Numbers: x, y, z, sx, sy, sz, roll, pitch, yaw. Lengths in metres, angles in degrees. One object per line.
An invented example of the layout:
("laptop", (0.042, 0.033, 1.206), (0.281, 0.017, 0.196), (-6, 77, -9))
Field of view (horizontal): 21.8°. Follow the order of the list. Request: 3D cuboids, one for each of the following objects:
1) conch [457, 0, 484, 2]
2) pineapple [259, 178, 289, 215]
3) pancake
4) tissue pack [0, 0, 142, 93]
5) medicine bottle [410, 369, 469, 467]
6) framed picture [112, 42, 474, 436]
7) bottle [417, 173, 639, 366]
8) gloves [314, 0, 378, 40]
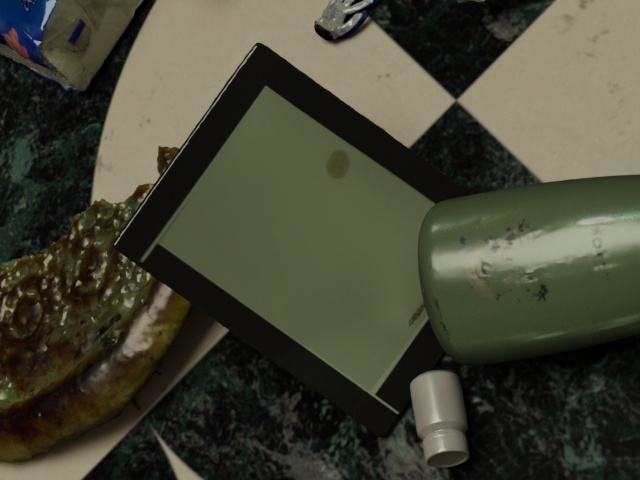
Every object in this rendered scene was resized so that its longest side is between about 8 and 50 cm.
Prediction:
("conch", (0.187, -0.343, 1.846), (0.135, 0.102, 0.153), (-4, 97, 19))
("pineapple", (-0.050, -0.042, 1.787), (0.166, 0.193, 0.166), (-21, 49, 27))
("pancake", (-0.266, 0.071, 1.924), (0.426, 0.067, 0.305), (-33, 52, 26))
("tissue pack", (-0.371, -0.334, 2.173), (0.269, 0.137, 0.209), (28, 85, 38))
("medicine bottle", (0.120, 0.178, 1.659), (0.052, 0.052, 0.089), (-22, 57, 22))
("framed picture", (0.000, 0.000, 1.705), (0.347, 0.016, 0.265), (35, 87, -3))
("bottle", (0.275, 0.018, 1.575), (0.347, 0.168, 0.169), (-10, 62, 23))
("gloves", (0.033, -0.271, 1.957), (0.064, 0.026, 0.086), (28, 79, 37))
